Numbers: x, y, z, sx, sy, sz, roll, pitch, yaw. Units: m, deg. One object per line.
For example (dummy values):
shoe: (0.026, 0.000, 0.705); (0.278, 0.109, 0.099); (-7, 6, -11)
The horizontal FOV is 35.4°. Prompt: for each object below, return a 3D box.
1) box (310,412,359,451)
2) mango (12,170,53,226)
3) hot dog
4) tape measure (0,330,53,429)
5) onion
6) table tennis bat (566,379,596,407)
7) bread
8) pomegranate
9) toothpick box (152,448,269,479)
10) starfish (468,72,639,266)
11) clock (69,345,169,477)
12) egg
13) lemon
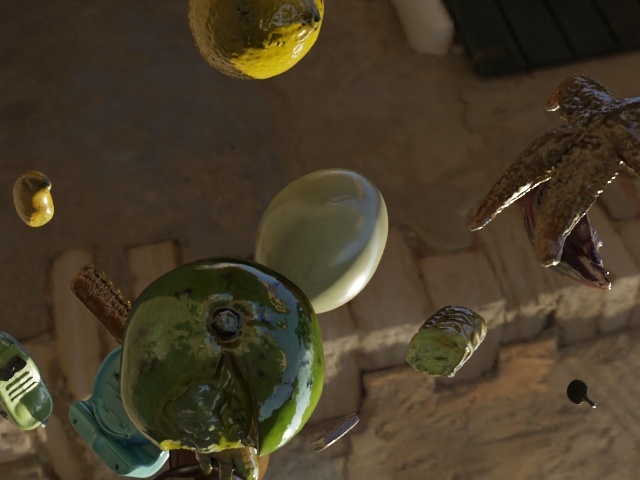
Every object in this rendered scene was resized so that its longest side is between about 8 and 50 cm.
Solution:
box: (0.031, 0.393, 2.049); (0.048, 0.115, 0.025); (-32, -91, 46)
mango: (-0.643, -0.095, 2.243); (0.075, 0.098, 0.190); (-58, 177, -33)
hot dog: (-0.361, 0.115, 1.721); (0.165, 0.045, 0.071); (50, 27, -12)
tape measure: (-0.543, 0.244, 1.759); (0.175, 0.106, 0.200); (33, -27, 33)
onion: (0.504, -0.030, 2.103); (0.280, 0.146, 0.314); (-4, 78, -77)
table tennis bat: (0.559, 0.331, 2.146); (0.050, 0.007, 0.083); (-61, -143, 10)
bread: (0.293, 0.222, 2.273); (0.267, 0.152, 0.130); (-26, 102, -67)
pomegranate: (-0.108, 0.160, 1.135); (0.302, 0.236, 0.236); (92, -14, -48)
toothpick box: (-0.157, 0.359, 1.421); (0.294, 0.192, 0.192); (-85, 166, -71)
starfish: (0.346, -0.114, 1.206); (0.327, 0.375, 0.094); (-97, 166, -45)
clock: (-0.351, 0.297, 1.941); (0.223, 0.274, 0.094); (33, 6, 34)
egg: (0.000, 0.000, 1.736); (0.269, 0.219, 0.219); (-64, -176, -3)
lemon: (-0.117, -0.388, 1.717); (0.253, 0.228, 0.228); (-26, -107, 51)
